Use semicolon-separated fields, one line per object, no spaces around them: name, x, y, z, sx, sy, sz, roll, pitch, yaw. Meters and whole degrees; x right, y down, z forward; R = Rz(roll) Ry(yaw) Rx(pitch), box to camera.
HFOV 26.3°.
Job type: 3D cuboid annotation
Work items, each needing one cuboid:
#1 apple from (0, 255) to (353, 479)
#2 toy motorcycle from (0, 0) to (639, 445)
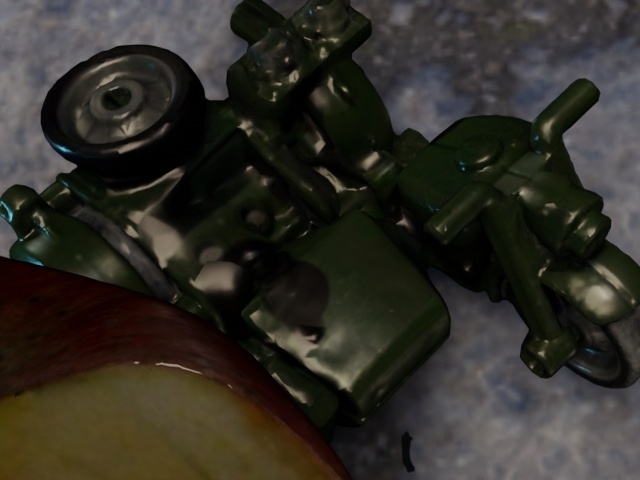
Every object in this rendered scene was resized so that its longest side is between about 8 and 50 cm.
apple;-0.150;0.180;0.504;0.329;0.295;0.365;6;100;41
toy motorcycle;0.000;0.000;0.603;0.275;0.127;0.205;37;69;26
